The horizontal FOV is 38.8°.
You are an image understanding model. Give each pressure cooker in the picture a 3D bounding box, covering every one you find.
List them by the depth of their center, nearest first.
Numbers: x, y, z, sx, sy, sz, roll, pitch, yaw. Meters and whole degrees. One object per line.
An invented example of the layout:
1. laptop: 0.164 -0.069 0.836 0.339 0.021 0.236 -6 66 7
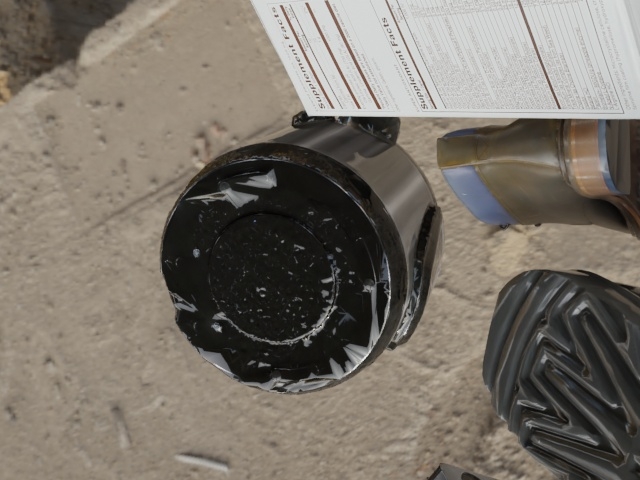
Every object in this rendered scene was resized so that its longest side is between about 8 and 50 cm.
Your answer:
1. pressure cooker: -0.005 -0.004 1.397 0.370 0.420 0.375 -23 97 21

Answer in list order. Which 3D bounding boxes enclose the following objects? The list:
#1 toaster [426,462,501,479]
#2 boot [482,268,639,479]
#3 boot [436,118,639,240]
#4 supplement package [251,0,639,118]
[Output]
1. toaster: 0.137 0.327 0.904 0.185 0.168 0.110 -52 37 16
2. boot: 0.372 0.136 0.532 0.367 0.446 0.146 57 135 47
3. boot: 0.161 -0.045 0.610 0.106 0.219 0.082 -1 78 28
4. supplement package: 0.088 -0.169 0.415 0.203 0.194 0.149 9 136 48
